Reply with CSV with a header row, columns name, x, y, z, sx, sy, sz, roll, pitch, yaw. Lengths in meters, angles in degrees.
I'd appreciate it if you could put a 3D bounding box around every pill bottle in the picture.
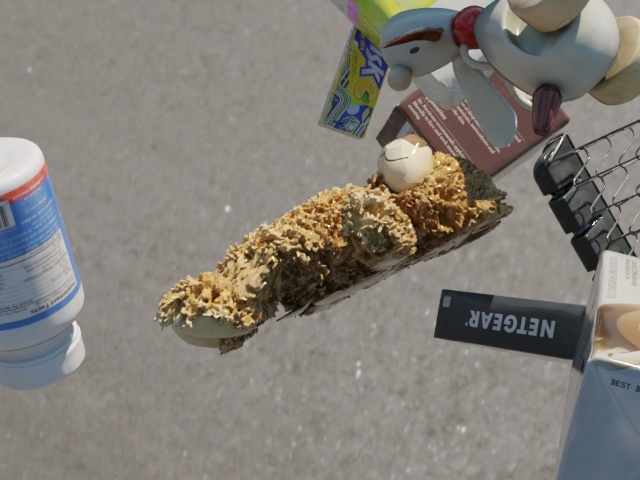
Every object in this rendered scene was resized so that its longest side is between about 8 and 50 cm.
name,x,y,z,sx,sy,sz,roll,pitch,yaw
pill bottle,-0.293,0.026,1.231,0.124,0.222,0.124,-7,30,4

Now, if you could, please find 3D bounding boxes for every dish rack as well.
name,x,y,z,sx,sy,sz,roll,pitch,yaw
dish rack,0.372,-0.050,1.410,0.074,0.271,0.208,-38,98,-44

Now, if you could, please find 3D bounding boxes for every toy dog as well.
name,x,y,z,sx,sy,sz,roll,pitch,yaw
toy dog,0.170,-0.163,1.269,0.220,0.333,0.161,30,74,-10

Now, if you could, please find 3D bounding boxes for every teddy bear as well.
name,x,y,z,sx,sy,sz,roll,pitch,yaw
teddy bear,0.000,0.000,1.180,0.338,0.245,0.113,-27,83,5

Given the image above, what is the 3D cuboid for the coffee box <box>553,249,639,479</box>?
name,x,y,z,sx,sy,sz,roll,pitch,yaw
coffee box,0.264,0.112,0.934,0.168,0.119,0.297,15,15,11

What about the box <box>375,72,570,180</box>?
name,x,y,z,sx,sy,sz,roll,pitch,yaw
box,0.220,-0.163,1.930,0.203,0.167,0.168,-35,84,-14

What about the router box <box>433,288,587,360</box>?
name,x,y,z,sx,sy,sz,roll,pitch,yaw
router box,0.359,0.140,1.935,0.242,0.081,0.308,14,-5,-36

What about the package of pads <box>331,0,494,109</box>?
name,x,y,z,sx,sy,sz,roll,pitch,yaw
package of pads,0.130,-0.329,1.563,0.229,0.101,0.296,-43,79,-3

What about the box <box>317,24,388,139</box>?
name,x,y,z,sx,sy,sz,roll,pitch,yaw
box,0.053,-0.215,1.645,0.059,0.169,0.054,19,0,-8
